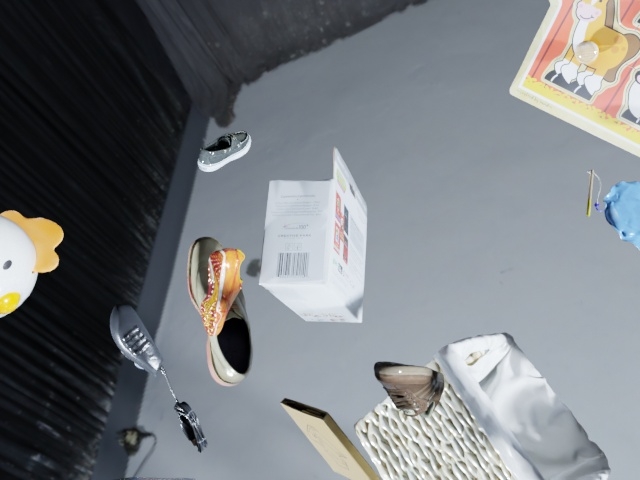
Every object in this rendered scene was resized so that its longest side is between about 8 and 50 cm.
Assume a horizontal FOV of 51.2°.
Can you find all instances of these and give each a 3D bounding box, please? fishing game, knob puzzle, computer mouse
[{"bbox_3d":[0.682,-0.044,1.419,0.264,0.041,0.189,18,55,-3],"label":"fishing game"},{"bbox_3d":[0.279,-0.173,0.560,0.213,0.213,0.030,-4,18,29],"label":"knob puzzle"},{"bbox_3d":[-0.227,0.196,0.926,0.041,0.242,0.071,-32,7,-26],"label":"computer mouse"}]

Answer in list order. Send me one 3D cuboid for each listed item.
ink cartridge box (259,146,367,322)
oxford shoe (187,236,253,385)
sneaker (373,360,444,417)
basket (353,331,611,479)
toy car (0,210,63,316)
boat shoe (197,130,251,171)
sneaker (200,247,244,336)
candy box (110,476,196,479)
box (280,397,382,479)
[{"bbox_3d":[0.000,0.000,1.329,0.130,0.309,0.271,-1,70,15],"label":"ink cartridge box"},{"bbox_3d":[-0.240,0.168,1.711,0.141,0.146,0.396,-12,79,-26],"label":"oxford shoe"},{"bbox_3d":[0.131,0.215,0.948,0.066,0.188,0.071,0,75,33],"label":"sneaker"},{"bbox_3d":[0.298,0.379,1.225,0.266,0.328,0.331,-45,65,23],"label":"basket"},{"bbox_3d":[-0.352,0.056,0.653,0.238,0.219,0.210,-37,62,-25],"label":"toy car"},{"bbox_3d":[-0.169,-0.170,1.205,0.049,0.040,0.142,24,40,16],"label":"boat shoe"},{"bbox_3d":[-0.170,0.096,1.190,0.064,0.068,0.175,39,122,41],"label":"sneaker"},{"bbox_3d":[-0.245,0.501,0.931,0.122,0.268,0.316,5,72,-6],"label":"candy box"},{"bbox_3d":[0.020,0.392,1.288,0.021,0.201,0.164,-45,20,-25],"label":"box"}]
